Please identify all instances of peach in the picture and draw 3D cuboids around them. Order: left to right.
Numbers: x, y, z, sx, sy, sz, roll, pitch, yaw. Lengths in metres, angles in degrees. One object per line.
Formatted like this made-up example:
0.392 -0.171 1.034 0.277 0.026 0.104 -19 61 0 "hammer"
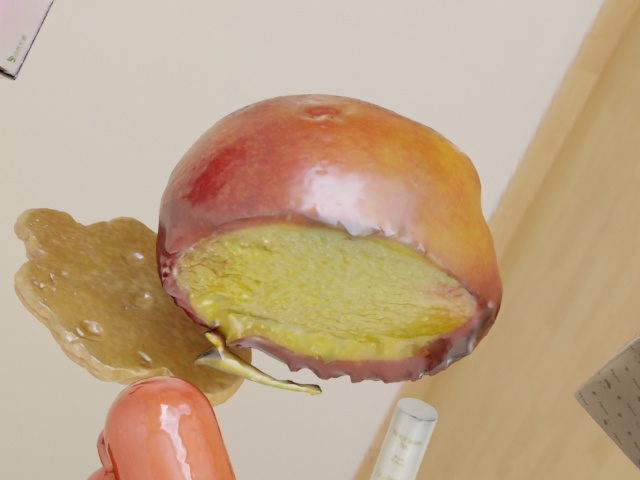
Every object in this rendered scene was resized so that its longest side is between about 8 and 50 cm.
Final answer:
0.015 -0.010 1.218 0.310 0.405 0.335 -83 1 -47 "peach"

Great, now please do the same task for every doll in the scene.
-0.068 0.218 0.553 0.161 0.129 0.290 -19 85 44 "doll"

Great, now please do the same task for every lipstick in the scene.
0.092 0.334 1.369 0.059 0.059 0.264 -116 40 -63 "lipstick"

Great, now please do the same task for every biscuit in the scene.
-0.258 0.085 1.356 0.051 0.376 0.269 -56 -8 32 "biscuit"

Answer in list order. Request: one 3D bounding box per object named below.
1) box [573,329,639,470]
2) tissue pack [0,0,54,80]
0.659 0.261 1.879 0.225 0.190 0.297 49 146 14 "box"
-0.350 -0.303 1.100 0.148 0.092 0.246 12 75 43 "tissue pack"
